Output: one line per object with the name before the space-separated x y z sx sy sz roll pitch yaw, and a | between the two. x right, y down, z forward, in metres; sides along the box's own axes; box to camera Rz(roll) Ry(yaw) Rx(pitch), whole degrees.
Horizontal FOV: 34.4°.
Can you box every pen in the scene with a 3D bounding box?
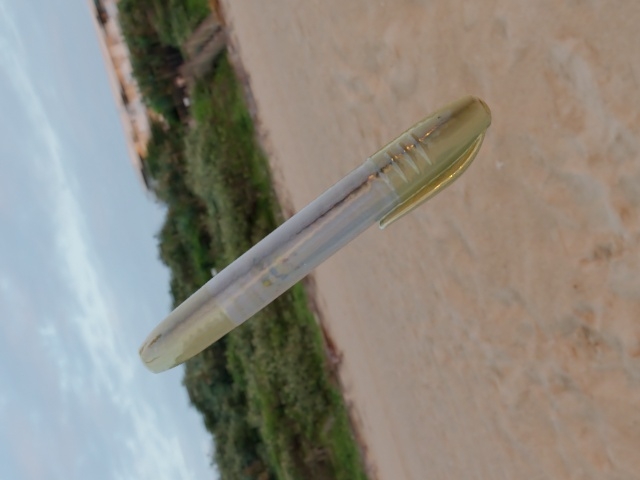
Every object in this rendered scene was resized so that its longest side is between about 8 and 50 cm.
pen | 0.000 0.000 0.560 0.040 0.233 0.032 52 179 2
